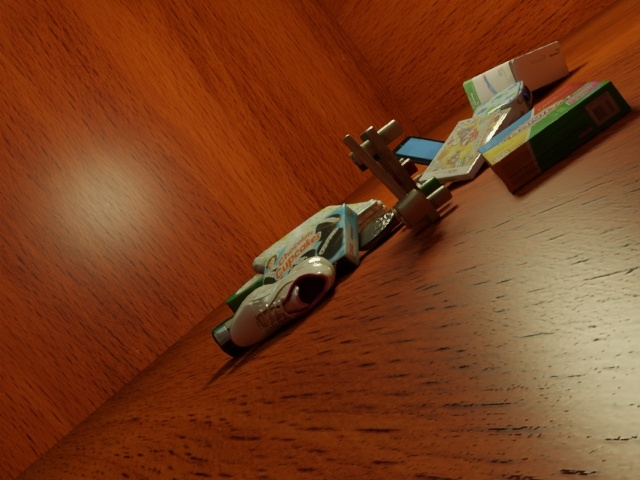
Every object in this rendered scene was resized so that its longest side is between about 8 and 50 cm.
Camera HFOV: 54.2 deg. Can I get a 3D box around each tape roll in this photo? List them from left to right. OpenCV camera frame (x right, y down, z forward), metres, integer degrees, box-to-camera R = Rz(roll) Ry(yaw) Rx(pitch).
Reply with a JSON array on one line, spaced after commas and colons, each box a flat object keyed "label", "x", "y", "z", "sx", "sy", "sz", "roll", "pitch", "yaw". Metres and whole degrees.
[{"label": "tape roll", "x": -0.210, "y": 0.161, "z": 2.370, "sx": 0.321, "sy": 0.077, "sz": 0.321, "roll": -38, "pitch": 5, "yaw": 4}]

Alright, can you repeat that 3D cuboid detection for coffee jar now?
[{"label": "coffee jar", "x": -0.182, "y": 0.212, "z": 1.609, "sx": 0.184, "sy": 0.079, "sz": 0.096, "roll": -37, "pitch": -34, "yaw": -1}]

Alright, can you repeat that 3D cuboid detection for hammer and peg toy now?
[{"label": "hammer and peg toy", "x": 0.178, "y": -0.156, "z": 1.419, "sx": 0.127, "sy": 0.266, "sz": 0.361, "roll": -38, "pitch": 4, "yaw": 5}]

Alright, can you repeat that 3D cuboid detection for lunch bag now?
[{"label": "lunch bag", "x": 0.525, "y": -0.367, "z": 1.793, "sx": 0.176, "sy": 0.090, "sz": 0.219, "roll": -34, "pitch": 11, "yaw": 31}]

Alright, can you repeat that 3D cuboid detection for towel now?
[{"label": "towel", "x": 0.000, "y": 0.000, "z": 1.980, "sx": 0.374, "sy": 0.090, "sz": 0.320, "roll": -37, "pitch": 16, "yaw": -28}]

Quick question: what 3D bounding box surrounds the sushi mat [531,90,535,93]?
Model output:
[{"label": "sushi mat", "x": 0.716, "y": -0.512, "z": 2.219, "sx": 0.316, "sy": 0.019, "sz": 0.151, "roll": -34, "pitch": 5, "yaw": 32}]

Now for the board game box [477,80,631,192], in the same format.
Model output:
[{"label": "board game box", "x": 0.439, "y": -0.212, "z": 1.233, "sx": 0.242, "sy": 0.064, "sz": 0.316, "roll": -37, "pitch": 5, "yaw": 15}]

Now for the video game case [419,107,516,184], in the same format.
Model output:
[{"label": "video game case", "x": 0.379, "y": -0.241, "z": 1.633, "sx": 0.227, "sy": 0.026, "sz": 0.206, "roll": -54, "pitch": 21, "yaw": -17}]

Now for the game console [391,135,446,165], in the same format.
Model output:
[{"label": "game console", "x": 0.398, "y": -0.355, "z": 2.111, "sx": 0.250, "sy": 0.173, "sz": 0.293, "roll": -51, "pitch": -2, "yaw": 32}]

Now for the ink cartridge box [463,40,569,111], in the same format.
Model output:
[{"label": "ink cartridge box", "x": 0.635, "y": -0.530, "z": 2.049, "sx": 0.201, "sy": 0.117, "sz": 0.278, "roll": -25, "pitch": 7, "yaw": -16}]

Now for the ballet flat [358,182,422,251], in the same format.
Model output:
[{"label": "ballet flat", "x": 0.192, "y": -0.052, "z": 1.654, "sx": 0.250, "sy": 0.058, "sz": 0.084, "roll": -45, "pitch": 28, "yaw": -12}]

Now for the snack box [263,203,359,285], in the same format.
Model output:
[{"label": "snack box", "x": -0.031, "y": 0.058, "z": 1.683, "sx": 0.322, "sy": 0.060, "sz": 0.187, "roll": -35, "pitch": 35, "yaw": 31}]

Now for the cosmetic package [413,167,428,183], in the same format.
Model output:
[{"label": "cosmetic package", "x": 0.330, "y": -0.186, "z": 1.793, "sx": 0.115, "sy": 0.060, "sz": 0.041, "roll": -32, "pitch": 7, "yaw": 36}]

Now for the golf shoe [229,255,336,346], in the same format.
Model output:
[{"label": "golf shoe", "x": -0.095, "y": 0.151, "z": 1.491, "sx": 0.306, "sy": 0.115, "sz": 0.140, "roll": -39, "pitch": 8, "yaw": 2}]
